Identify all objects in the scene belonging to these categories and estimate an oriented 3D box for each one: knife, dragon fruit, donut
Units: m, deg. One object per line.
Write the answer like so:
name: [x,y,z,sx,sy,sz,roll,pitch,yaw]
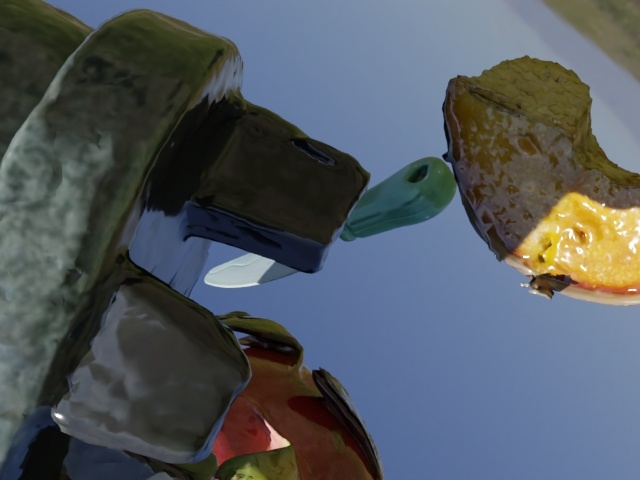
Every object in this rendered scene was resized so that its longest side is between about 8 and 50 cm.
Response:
knife: [0.000,0.001,1.150,0.034,0.260,0.063,46,-147,-30]
dragon fruit: [-0.110,0.194,1.182,0.305,0.305,0.226,61,179,45]
donut: [0.158,-0.040,0.670,0.078,0.181,0.146,-35,-76,-55]

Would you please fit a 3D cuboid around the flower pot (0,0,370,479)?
flower pot: [-0.145,0.004,0.685,0.282,0.299,0.299,24,-165,5]
